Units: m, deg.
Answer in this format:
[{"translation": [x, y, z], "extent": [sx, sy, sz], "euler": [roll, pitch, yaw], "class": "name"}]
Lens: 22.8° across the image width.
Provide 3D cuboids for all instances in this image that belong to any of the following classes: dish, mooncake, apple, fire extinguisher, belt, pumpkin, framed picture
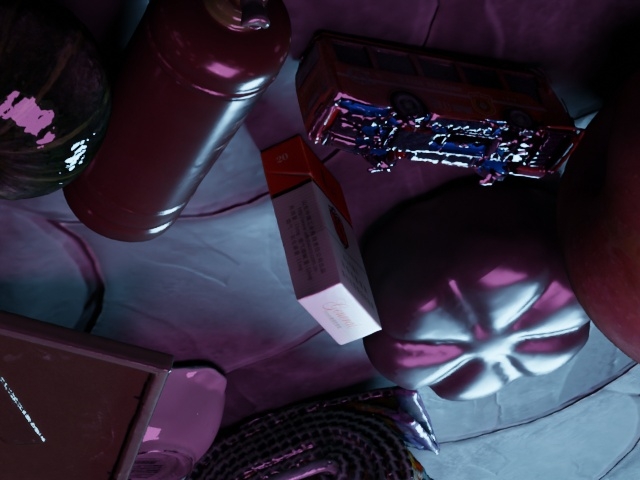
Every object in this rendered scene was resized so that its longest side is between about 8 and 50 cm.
[{"translation": [-0.198, 0.206, 1.646], "extent": [0.224, 0.078, 0.246], "euler": [-34, 144, 29], "class": "dish"}, {"translation": [0.151, 0.050, 1.518], "extent": [0.245, 0.133, 0.245], "euler": [-7, 141, -6], "class": "mooncake"}, {"translation": [0.327, -0.023, 1.343], "extent": [0.235, 0.306, 0.306], "euler": [18, 141, -7], "class": "apple"}, {"translation": [-0.093, -0.134, 1.133], "extent": [0.102, 0.138, 0.344], "euler": [6, 149, -23], "class": "fire extinguisher"}, {"translation": [-0.008, 0.290, 1.741], "extent": [0.295, 0.207, 0.160], "euler": [-17, 150, 7], "class": "belt"}, {"translation": [-0.226, -0.104, 1.101], "extent": [0.167, 0.125, 0.167], "euler": [15, 155, 7], "class": "pumpkin"}, {"translation": [-0.291, 0.170, 1.520], "extent": [0.247, 0.022, 0.335], "euler": [15, 142, -7], "class": "framed picture"}]

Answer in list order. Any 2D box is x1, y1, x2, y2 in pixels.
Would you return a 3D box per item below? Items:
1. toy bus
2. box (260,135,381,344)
[{"translation": [0.096, -0.105, 1.275], "extent": [0.235, 0.096, 0.073], "euler": [5, 142, -29], "class": "toy bus"}, {"translation": [0.000, 0.000, 1.343], "extent": [0.048, 0.152, 0.100], "euler": [-20, 148, 11], "class": "box"}]
